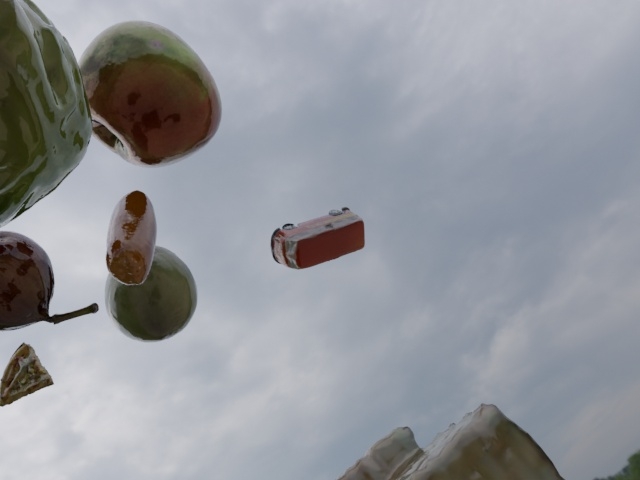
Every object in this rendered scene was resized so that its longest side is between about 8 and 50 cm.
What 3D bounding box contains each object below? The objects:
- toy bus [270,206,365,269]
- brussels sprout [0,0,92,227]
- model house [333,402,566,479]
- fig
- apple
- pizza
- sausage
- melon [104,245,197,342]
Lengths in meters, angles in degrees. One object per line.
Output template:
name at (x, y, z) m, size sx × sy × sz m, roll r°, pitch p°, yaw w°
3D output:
toy bus at (0.000, 0.000, 0.867) m, size 0.174 × 0.077 × 0.079 m, roll -18°, pitch -62°, yaw -28°
brussels sprout at (-0.302, -0.113, 0.365) m, size 0.244 × 0.244 × 0.244 m, roll -20°, pitch -43°, yaw -19°
model house at (0.066, 0.452, 0.487) m, size 0.400 × 0.395 × 0.445 m, roll -22°, pitch -28°, yaw -26°
fig at (-0.619, 0.112, 0.961) m, size 0.249 × 0.186 × 0.203 m, roll 53°, pitch -134°, yaw -21°
apple at (-0.386, -0.312, 1.062) m, size 0.277 × 0.319 × 0.319 m, roll -43°, pitch -38°, yaw -18°
pizza at (-0.856, 0.407, 1.381) m, size 0.184 × 0.176 × 0.036 m, roll -67°, pitch -21°, yaw -14°
sausage at (-0.362, -0.013, 0.915) m, size 0.098 × 0.238 × 0.098 m, roll -7°, pitch -51°, yaw -9°
melon at (-0.489, 0.158, 1.376) m, size 0.272 × 0.272 × 0.308 m, roll -29°, pitch -48°, yaw -9°
